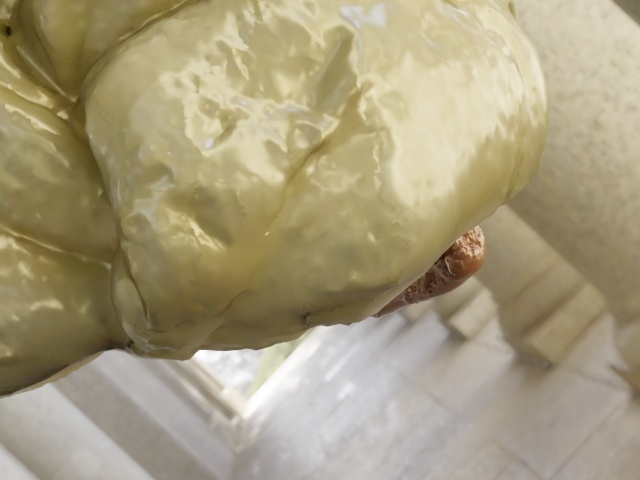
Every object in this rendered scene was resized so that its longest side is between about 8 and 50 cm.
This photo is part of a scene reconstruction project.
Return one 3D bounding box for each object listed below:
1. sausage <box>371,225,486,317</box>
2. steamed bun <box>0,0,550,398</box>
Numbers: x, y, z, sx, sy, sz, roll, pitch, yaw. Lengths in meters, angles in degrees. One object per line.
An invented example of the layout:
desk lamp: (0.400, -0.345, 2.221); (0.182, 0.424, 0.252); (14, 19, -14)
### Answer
sausage: (0.049, 0.020, 0.847); (0.158, 0.036, 0.042); (-24, 50, 62)
steamed bun: (-0.087, -0.081, 0.670); (0.372, 0.230, 0.325); (-8, 33, 12)
